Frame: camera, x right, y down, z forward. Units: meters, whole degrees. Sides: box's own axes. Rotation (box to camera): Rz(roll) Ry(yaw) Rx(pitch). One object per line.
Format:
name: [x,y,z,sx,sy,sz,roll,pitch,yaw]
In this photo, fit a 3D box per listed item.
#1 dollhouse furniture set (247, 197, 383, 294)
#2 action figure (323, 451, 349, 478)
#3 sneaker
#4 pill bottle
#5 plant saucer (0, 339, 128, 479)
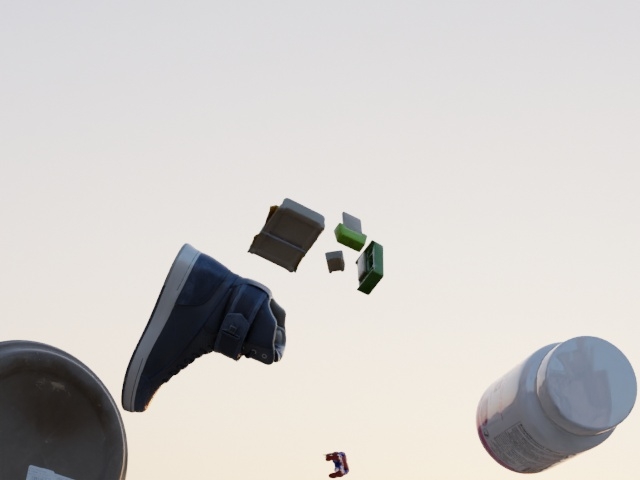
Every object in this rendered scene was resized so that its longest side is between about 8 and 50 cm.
dollhouse furniture set: [0.000,0.000,1.389,0.152,0.058,0.076,25,-60,-17]
action figure: [0.024,0.317,1.791,0.030,0.038,0.115,-17,-10,7]
sneaker: [-0.134,0.136,1.502,0.163,0.226,0.086,26,19,-2]
pill bottle: [0.343,0.240,1.847,0.160,0.160,0.283,11,-22,-9]
plant saucer: [-0.352,0.253,1.548,0.278,0.278,0.041,21,-30,-32]
